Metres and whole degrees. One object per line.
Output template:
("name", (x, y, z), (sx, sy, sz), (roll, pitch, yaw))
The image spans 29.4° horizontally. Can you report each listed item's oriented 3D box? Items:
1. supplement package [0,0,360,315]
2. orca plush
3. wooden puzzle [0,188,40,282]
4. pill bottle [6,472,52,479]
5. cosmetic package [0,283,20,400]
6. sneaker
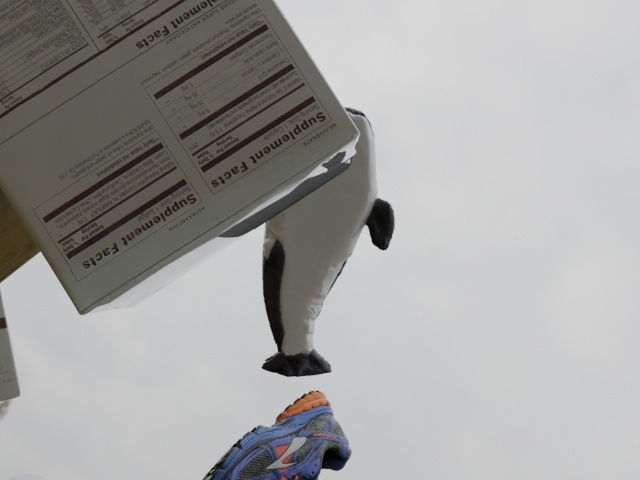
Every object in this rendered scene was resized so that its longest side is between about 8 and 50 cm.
("supplement package", (-0.128, -0.114, 0.798), (0.262, 0.198, 0.199), (57, -1, 1))
("orca plush", (0.000, 0.000, 1.314), (0.151, 0.102, 0.287), (-2, -82, -5))
("wooden puzzle", (-0.434, -0.099, 1.387), (0.080, 0.348, 0.322), (8, -28, -42))
("pill bottle", (-0.420, 0.419, 1.647), (0.124, 0.124, 0.221), (33, -57, 7))
("cosmetic package", (-0.475, 0.101, 1.619), (0.085, 0.117, 0.231), (-147, -133, -72))
("sneaker", (-0.043, 0.228, 1.214), (0.087, 0.221, 0.083), (47, -46, 13))
